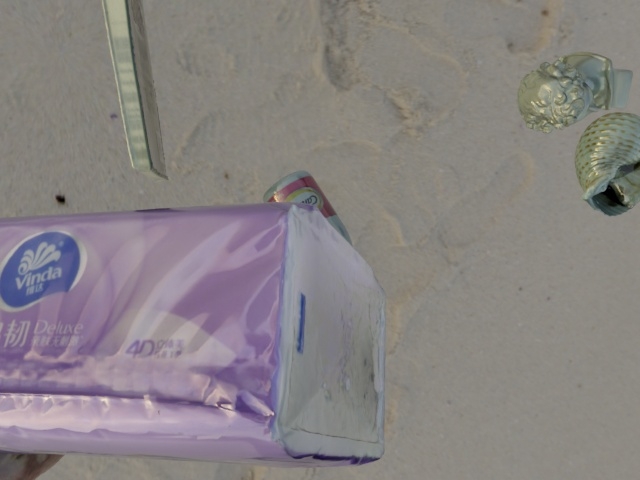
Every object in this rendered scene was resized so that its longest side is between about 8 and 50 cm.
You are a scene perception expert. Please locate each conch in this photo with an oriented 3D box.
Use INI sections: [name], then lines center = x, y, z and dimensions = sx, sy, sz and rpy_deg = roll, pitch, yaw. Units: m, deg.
[conch]
center = 0.448, -0.121, 1.125
dimensions = 0.135, 0.102, 0.153
rpy_deg = 30, 104, -20

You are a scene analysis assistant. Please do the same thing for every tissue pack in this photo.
[tissue pack]
center = -0.140, 0.075, 0.531
dimensions = 0.338, 0.242, 0.160
rpy_deg = -2, 71, 17

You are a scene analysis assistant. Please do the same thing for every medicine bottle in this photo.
[medicine bottle]
center = 0.000, 0.000, 1.147
dimensions = 0.090, 0.090, 0.217
rpy_deg = -31, 80, -10

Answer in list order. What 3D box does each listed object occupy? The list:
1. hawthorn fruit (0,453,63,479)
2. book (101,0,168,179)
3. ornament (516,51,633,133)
[hawthorn fruit]
center = -0.480, 0.183, 0.974
dimensions = 0.284, 0.368, 0.285
rpy_deg = -13, 107, -49
[book]
center = -0.284, -0.280, 1.117
dimensions = 0.043, 0.260, 0.371
rpy_deg = -8, 92, -6
[ornament]
center = 0.450, -0.272, 1.306
dimensions = 0.285, 0.130, 0.121
rpy_deg = -27, 118, -44
